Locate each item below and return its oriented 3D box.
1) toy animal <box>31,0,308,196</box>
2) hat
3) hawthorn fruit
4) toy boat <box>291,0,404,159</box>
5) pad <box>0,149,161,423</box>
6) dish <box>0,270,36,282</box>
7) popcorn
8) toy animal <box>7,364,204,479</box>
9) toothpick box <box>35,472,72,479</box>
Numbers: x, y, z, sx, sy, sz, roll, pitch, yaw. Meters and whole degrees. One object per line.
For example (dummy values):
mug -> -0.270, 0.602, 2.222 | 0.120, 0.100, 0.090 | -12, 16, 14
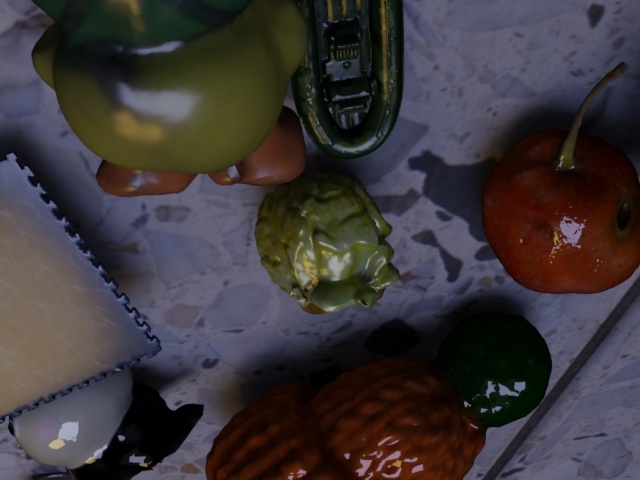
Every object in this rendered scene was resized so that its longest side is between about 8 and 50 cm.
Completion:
toy animal -> -0.119, -0.158, 0.725 | 0.216, 0.191, 0.338 | -6, 135, 2
hat -> 0.086, 0.241, 1.103 | 0.400, 0.285, 0.285 | -39, 129, 19
hawthorn fruit -> 0.229, -0.061, 0.903 | 0.165, 0.165, 0.285 | -16, 144, 3
toy boat -> 0.024, -0.160, 0.852 | 0.104, 0.052, 0.210 | -10, 133, -6
pad -> -0.329, 0.067, 0.926 | 0.269, 0.012, 0.270 | -25, 124, 10
dish -> -0.341, 0.076, 0.983 | 0.190, 0.066, 0.191 | -3, 127, -4
popcorn -> 0.000, 0.000, 0.937 | 0.141, 0.162, 0.135 | -6, 143, 31
toy animal -> -0.251, 0.192, 1.082 | 0.166, 0.138, 0.179 | -46, 119, 4
toothpick box -> -0.340, 0.387, 1.260 | 0.098, 0.098, 0.149 | -1, 132, -11
